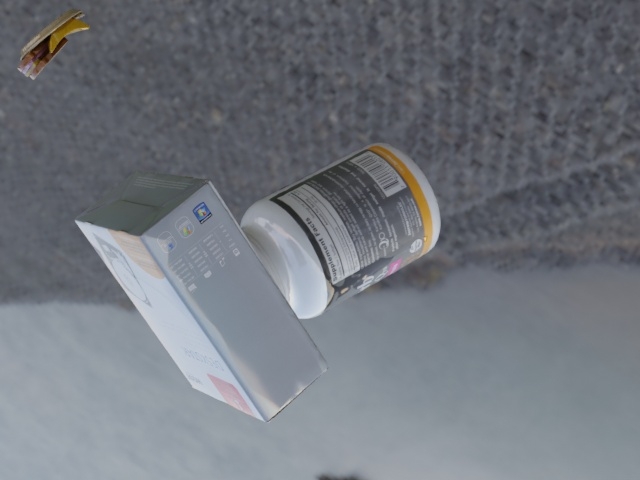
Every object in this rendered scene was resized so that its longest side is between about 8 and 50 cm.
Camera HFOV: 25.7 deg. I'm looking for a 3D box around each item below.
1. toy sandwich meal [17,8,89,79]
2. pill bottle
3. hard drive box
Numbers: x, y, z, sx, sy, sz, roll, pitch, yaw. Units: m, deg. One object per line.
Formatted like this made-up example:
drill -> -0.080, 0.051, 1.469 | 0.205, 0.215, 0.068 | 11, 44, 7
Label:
toy sandwich meal -> -0.260, -0.192, 1.370 | 0.029, 0.085, 0.085 | 51, 159, -9
pill bottle -> 0.000, 0.000, 1.752 | 0.162, 0.278, 0.162 | 42, 148, 34
hard drive box -> -0.119, 0.051, 1.398 | 0.232, 0.089, 0.181 | 57, 159, -21
